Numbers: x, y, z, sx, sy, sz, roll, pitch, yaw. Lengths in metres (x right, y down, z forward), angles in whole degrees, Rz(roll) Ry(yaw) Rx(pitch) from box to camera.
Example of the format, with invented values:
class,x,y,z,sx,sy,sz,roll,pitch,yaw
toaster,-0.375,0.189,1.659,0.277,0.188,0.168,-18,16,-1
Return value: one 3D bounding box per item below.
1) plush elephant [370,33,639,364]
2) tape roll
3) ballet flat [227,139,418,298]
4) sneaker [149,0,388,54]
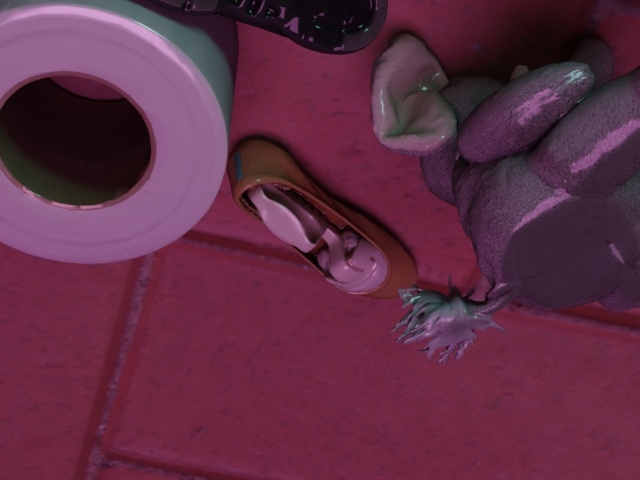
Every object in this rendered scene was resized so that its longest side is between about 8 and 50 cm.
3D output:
class,x,y,z,sx,sy,sz,roll,pitch,yaw
plush elephant,0.184,-0.066,1.245,0.330,0.255,0.272,-30,130,12
tape roll,-0.192,-0.125,1.237,0.246,0.169,0.246,0,126,0
ballet flat,0.000,0.000,1.386,0.232,0.073,0.080,37,119,-24
sneaker,-0.079,-0.216,1.183,0.267,0.106,0.101,23,95,-28
